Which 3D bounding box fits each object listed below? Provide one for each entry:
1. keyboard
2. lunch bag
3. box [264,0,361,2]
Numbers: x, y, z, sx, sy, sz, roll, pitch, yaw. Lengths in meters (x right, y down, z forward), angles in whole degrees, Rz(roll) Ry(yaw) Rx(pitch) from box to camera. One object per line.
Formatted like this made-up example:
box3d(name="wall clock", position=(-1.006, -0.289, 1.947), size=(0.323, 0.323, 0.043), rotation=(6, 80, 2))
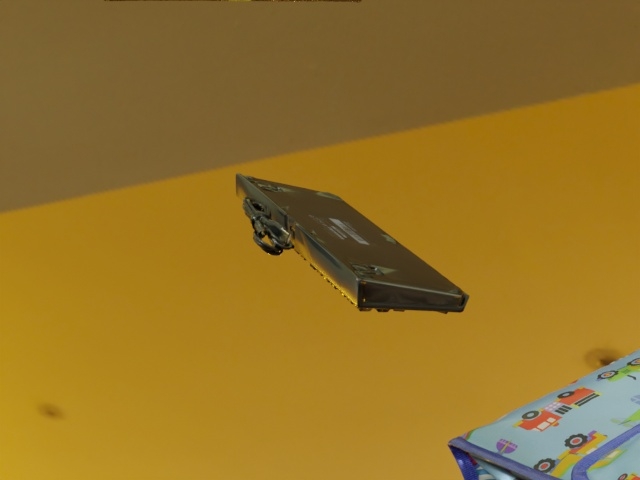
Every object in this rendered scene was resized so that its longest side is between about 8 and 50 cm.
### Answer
box3d(name="keyboard", position=(0.000, 0.000, 0.635), size=(0.108, 0.180, 0.023), rotation=(11, -75, -30))
box3d(name="lunch bag", position=(0.264, 0.162, 0.715), size=(0.293, 0.221, 0.138), rotation=(-16, -86, 66))
box3d(name="box", position=(-0.067, -0.231, 0.776), size=(0.207, 0.114, 0.036), rotation=(-7, -20, -27))
